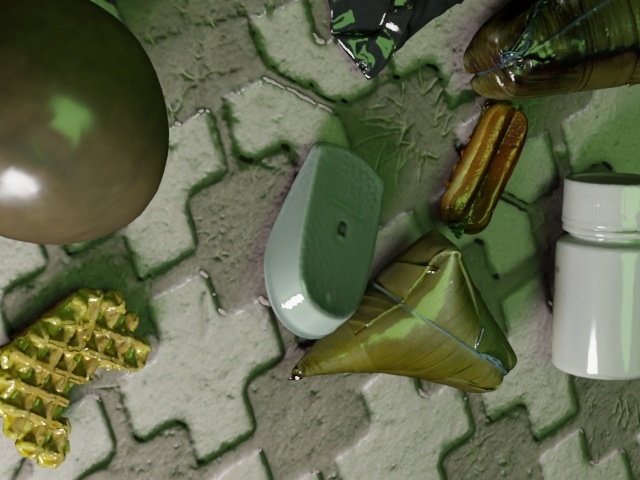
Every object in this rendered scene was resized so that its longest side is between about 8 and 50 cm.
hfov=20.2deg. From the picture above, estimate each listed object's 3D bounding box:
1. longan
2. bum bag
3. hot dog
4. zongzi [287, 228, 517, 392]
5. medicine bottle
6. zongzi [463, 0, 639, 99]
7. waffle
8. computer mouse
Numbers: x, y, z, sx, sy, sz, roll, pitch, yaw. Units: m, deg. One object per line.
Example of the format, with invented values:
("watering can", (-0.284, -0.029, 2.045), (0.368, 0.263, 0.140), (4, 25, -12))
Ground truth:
("longan", (-0.270, -0.117, 1.723), (0.258, 0.258, 0.258), (-8, 103, -36))
("bum bag", (0.116, -0.299, 2.089), (0.248, 0.060, 0.123), (-43, 122, -22))
("hot dog", (0.196, -0.087, 2.193), (0.072, 0.055, 0.188), (33, 79, -33))
("zongzi", (0.103, 0.144, 2.138), (0.256, 0.115, 0.228), (-43, 126, -15))
("medicine bottle", (0.367, 0.042, 2.292), (0.144, 0.144, 0.252), (-9, 105, -35))
("zongzi", (0.294, -0.328, 2.188), (0.286, 0.138, 0.300), (-9, 90, -28))
("waffle", (-0.264, 0.139, 1.895), (0.194, 0.051, 0.149), (-40, 122, -30))
("computer mouse", (0.000, 0.000, 2.054), (0.128, 0.079, 0.231), (35, 62, -39))
